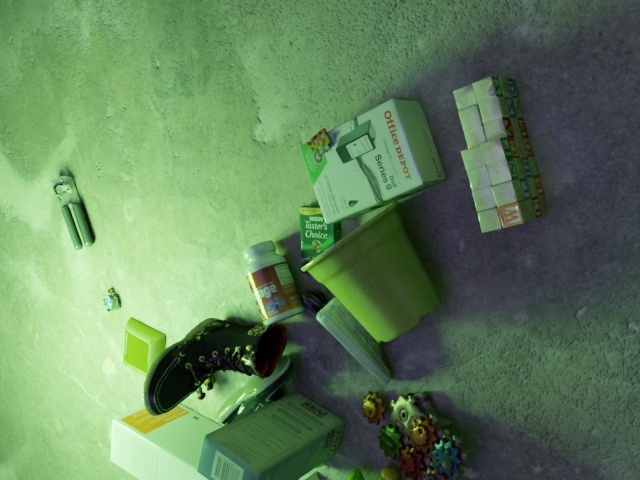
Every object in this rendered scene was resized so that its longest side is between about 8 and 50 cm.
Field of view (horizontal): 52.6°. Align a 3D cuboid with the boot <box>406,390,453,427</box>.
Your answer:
[{"bbox_3d":[0.263,0.415,1.597,0.118,0.042,0.087,-12,89,36],"label":"boot"}]

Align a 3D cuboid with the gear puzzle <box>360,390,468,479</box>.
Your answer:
[{"bbox_3d":[0.204,0.476,1.583,0.339,0.044,0.175,37,113,46],"label":"gear puzzle"}]

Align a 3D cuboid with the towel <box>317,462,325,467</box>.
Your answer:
[{"bbox_3d":[-0.093,0.584,1.828,0.197,0.144,0.029,24,91,30],"label":"towel"}]

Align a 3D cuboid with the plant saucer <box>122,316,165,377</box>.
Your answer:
[{"bbox_3d":[-0.616,0.383,2.224,0.188,0.045,0.188,19,110,32],"label":"plant saucer"}]

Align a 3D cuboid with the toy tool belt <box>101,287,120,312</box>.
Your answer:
[{"bbox_3d":[-0.742,0.210,2.278,0.052,0.051,0.083,-24,84,36],"label":"toy tool belt"}]

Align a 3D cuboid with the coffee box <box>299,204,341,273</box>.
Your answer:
[{"bbox_3d":[0.000,0.000,1.707,0.113,0.040,0.184,6,103,35],"label":"coffee box"}]

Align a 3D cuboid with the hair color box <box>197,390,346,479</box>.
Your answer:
[{"bbox_3d":[-0.116,0.531,1.683,0.185,0.374,0.113,24,109,30],"label":"hair color box"}]

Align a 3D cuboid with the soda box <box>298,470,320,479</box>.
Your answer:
[{"bbox_3d":[-0.090,0.745,1.894,0.216,0.074,0.069,-34,78,35],"label":"soda box"}]

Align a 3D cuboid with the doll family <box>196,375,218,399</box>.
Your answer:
[{"bbox_3d":[-0.368,0.412,2.017,0.111,0.076,0.193,39,143,46],"label":"doll family"}]

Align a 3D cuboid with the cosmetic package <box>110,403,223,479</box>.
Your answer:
[{"bbox_3d":[-0.421,0.672,2.024,0.453,0.230,0.161,17,107,32],"label":"cosmetic package"}]

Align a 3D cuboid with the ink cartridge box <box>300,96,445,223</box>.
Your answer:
[{"bbox_3d":[0.120,-0.186,1.534,0.289,0.121,0.211,-22,85,37],"label":"ink cartridge box"}]

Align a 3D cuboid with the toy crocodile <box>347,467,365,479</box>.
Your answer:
[{"bbox_3d":[0.138,0.770,1.712,0.105,0.115,0.340,-14,93,18],"label":"toy crocodile"}]

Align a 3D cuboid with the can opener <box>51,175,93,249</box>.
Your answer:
[{"bbox_3d":[-0.887,-0.101,2.324,0.280,0.074,0.093,68,161,8],"label":"can opener"}]

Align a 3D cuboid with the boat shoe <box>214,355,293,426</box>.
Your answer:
[{"bbox_3d":[-0.168,0.458,1.878,0.113,0.127,0.340,41,115,-10],"label":"boat shoe"}]

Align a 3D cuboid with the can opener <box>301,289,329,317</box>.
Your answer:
[{"bbox_3d":[0.025,0.198,1.719,0.186,0.073,0.059,38,111,14],"label":"can opener"}]

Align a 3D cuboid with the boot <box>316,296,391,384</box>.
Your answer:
[{"bbox_3d":[0.117,0.239,1.637,0.123,0.095,0.258,-45,102,-8],"label":"boot"}]

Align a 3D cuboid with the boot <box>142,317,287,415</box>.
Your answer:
[{"bbox_3d":[-0.284,0.341,1.792,0.284,0.377,0.138,-5,113,31],"label":"boot"}]

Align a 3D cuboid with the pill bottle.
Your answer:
[{"bbox_3d":[-0.135,0.115,1.775,0.121,0.121,0.216,-29,80,36],"label":"pill bottle"}]

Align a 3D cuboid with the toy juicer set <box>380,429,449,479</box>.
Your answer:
[{"bbox_3d":[0.245,0.596,1.631,0.209,0.089,0.329,13,98,54],"label":"toy juicer set"}]

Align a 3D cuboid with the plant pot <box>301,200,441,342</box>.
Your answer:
[{"bbox_3d":[0.137,0.089,1.511,0.276,0.276,0.254,-35,89,35],"label":"plant pot"}]

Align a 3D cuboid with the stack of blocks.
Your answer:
[{"bbox_3d":[0.365,-0.178,1.328,0.087,0.171,0.297,-15,89,37],"label":"stack of blocks"}]

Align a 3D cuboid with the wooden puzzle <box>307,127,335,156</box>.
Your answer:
[{"bbox_3d":[0.002,-0.232,1.533,0.083,0.006,0.049,-36,74,34],"label":"wooden puzzle"}]
